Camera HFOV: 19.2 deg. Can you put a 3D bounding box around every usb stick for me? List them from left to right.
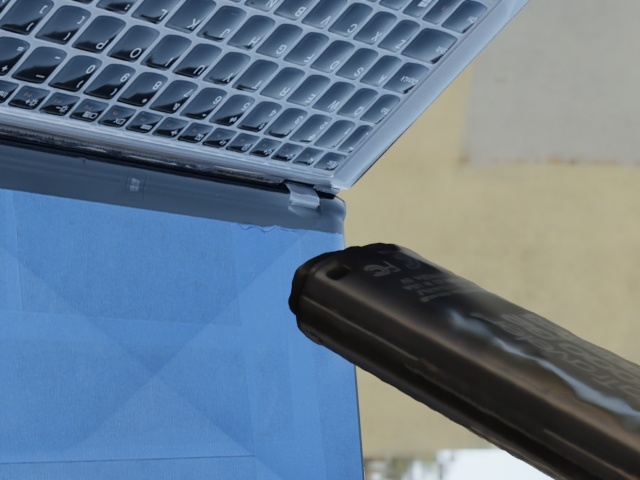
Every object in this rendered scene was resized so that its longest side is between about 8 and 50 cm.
[{"bbox_3d":[0.102,0.068,0.672,0.278,0.077,0.045,28,-68,39],"label":"usb stick"}]

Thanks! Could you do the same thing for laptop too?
[{"bbox_3d":[0.000,0.000,0.830,0.236,0.408,0.382,53,22,23],"label":"laptop"}]
